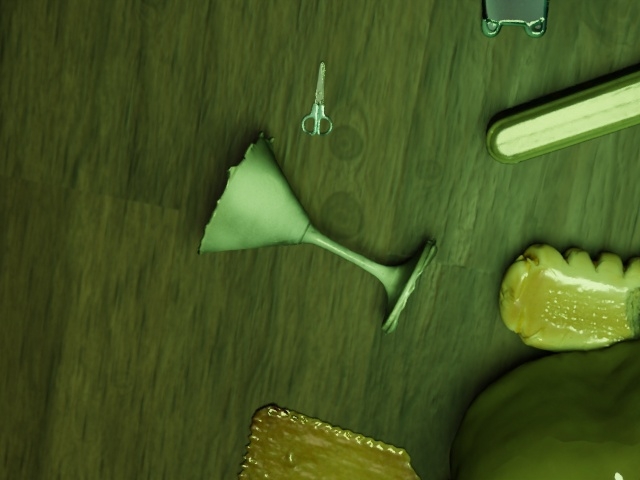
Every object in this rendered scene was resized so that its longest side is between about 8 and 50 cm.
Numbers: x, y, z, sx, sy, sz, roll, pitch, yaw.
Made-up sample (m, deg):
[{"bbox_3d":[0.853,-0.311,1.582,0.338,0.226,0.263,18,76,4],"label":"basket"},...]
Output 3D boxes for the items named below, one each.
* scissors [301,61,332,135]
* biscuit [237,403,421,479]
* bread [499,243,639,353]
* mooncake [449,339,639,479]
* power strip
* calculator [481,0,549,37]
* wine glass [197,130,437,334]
[{"bbox_3d":[-0.002,-0.159,1.224,0.036,0.006,0.083,6,100,11],"label":"scissors"},{"bbox_3d":[0.006,0.331,1.298,0.236,0.013,0.232,17,101,6],"label":"biscuit"},{"bbox_3d":[0.281,0.064,1.167,0.177,0.084,0.119,12,109,6],"label":"bread"},{"bbox_3d":[0.325,0.340,1.088,0.467,0.262,0.467,3,110,9],"label":"mooncake"},{"bbox_3d":[0.355,-0.163,1.115,0.387,0.092,0.066,-17,98,12],"label":"power strip"},{"bbox_3d":[0.209,-0.287,1.160,0.094,0.019,0.141,3,98,9],"label":"calculator"},{"bbox_3d":[0.000,0.000,1.184,0.232,0.156,0.156,27,103,2],"label":"wine glass"}]
